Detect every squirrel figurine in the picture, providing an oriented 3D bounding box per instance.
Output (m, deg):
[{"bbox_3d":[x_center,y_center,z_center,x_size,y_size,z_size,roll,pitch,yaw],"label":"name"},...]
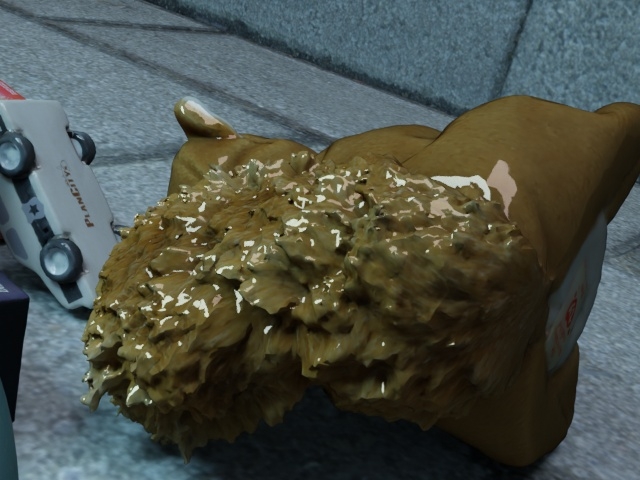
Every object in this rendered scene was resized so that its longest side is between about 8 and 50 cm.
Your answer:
[{"bbox_3d":[0.000,0.000,0.671,0.371,0.280,0.397,18,16,29],"label":"squirrel figurine"}]

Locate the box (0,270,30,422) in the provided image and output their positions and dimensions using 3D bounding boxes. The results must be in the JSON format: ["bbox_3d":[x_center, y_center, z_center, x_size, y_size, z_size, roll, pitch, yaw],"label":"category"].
[{"bbox_3d":[-0.337,0.032,0.572,0.261,0.103,0.184,30,27,37],"label":"box"}]

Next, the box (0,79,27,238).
[{"bbox_3d":[-0.375,-0.102,0.874,0.128,0.122,0.257,-4,27,-42],"label":"box"}]

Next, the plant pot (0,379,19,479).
[{"bbox_3d":[-0.230,0.063,0.276,0.293,0.196,0.293,17,38,-14],"label":"plant pot"}]

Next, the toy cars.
[{"bbox_3d":[-0.292,-0.084,0.704,0.393,0.087,0.176,48,27,-36],"label":"toy cars"}]
